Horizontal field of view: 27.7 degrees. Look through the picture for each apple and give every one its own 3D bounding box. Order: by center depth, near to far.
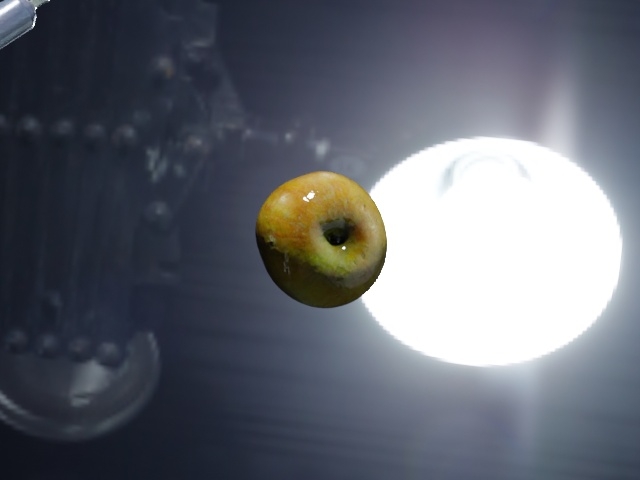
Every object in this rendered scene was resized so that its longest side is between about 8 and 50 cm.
[{"bbox_3d":[0.000,0.000,1.694,0.155,0.182,0.182,-174,90,-69],"label":"apple"}]

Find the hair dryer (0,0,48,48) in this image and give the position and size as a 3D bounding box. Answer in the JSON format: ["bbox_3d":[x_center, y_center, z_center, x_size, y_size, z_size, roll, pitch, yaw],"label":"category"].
[{"bbox_3d":[-0.167,-0.080,0.579,0.114,0.063,0.037,-40,-73,-26],"label":"hair dryer"}]
